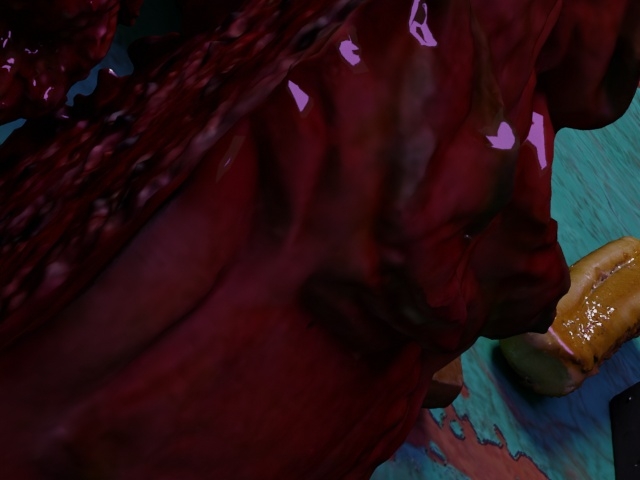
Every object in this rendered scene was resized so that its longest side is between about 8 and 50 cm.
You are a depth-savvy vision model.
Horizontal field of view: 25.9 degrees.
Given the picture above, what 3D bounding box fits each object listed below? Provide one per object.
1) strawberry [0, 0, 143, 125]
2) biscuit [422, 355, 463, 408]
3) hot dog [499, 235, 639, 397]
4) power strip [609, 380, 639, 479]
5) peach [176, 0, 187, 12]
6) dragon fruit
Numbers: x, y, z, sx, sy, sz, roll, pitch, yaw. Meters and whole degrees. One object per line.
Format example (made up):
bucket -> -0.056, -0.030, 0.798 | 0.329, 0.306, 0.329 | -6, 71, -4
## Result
strawberry -> -0.163, -0.145, 0.528 | 0.274, 0.274, 0.220 | -43, 118, -63
biscuit -> -0.002, 0.001, 0.812 | 0.215, 0.034, 0.182 | 37, 30, -24
hot dog -> 0.207, 0.055, 1.045 | 0.083, 0.068, 0.289 | 36, 26, 19
power strip -> 0.234, 0.147, 1.005 | 0.029, 0.038, 0.111 | 44, 29, -19
peach -> 0.034, -0.242, 0.881 | 0.372, 0.290, 0.372 | 42, 25, -24
dragon fruit -> 0.013, 0.025, 0.501 | 0.228, 0.329, 0.286 | 51, 25, -18
